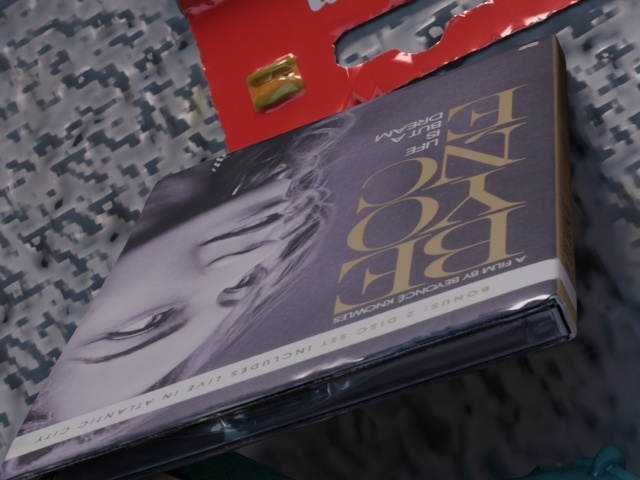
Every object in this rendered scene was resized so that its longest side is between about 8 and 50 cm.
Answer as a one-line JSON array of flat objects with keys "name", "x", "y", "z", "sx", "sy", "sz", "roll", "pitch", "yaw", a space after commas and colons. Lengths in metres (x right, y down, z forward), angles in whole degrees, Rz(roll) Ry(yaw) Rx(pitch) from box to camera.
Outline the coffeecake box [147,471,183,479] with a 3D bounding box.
[{"name": "coffeecake box", "x": 0.000, "y": 0.172, "z": 0.466, "sx": 0.142, "sy": 0.186, "sz": 0.068, "roll": 15, "pitch": 32, "yaw": 29}]

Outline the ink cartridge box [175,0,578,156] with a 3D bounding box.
[{"name": "ink cartridge box", "x": 0.004, "y": -0.165, "z": 0.691, "sx": 0.181, "sy": 0.056, "sz": 0.225, "roll": -25, "pitch": 58, "yaw": 12}]

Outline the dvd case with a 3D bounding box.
[{"name": "dvd case", "x": 0.000, "y": 0.000, "z": 0.556, "sx": 0.164, "sy": 0.018, "sz": 0.221, "roll": -19, "pitch": 21, "yaw": 15}]

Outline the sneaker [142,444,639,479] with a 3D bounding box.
[{"name": "sneaker", "x": 0.060, "y": 0.115, "z": 0.530, "sx": 0.275, "sy": 0.107, "sz": 0.110, "roll": 17, "pitch": 57, "yaw": 24}]
